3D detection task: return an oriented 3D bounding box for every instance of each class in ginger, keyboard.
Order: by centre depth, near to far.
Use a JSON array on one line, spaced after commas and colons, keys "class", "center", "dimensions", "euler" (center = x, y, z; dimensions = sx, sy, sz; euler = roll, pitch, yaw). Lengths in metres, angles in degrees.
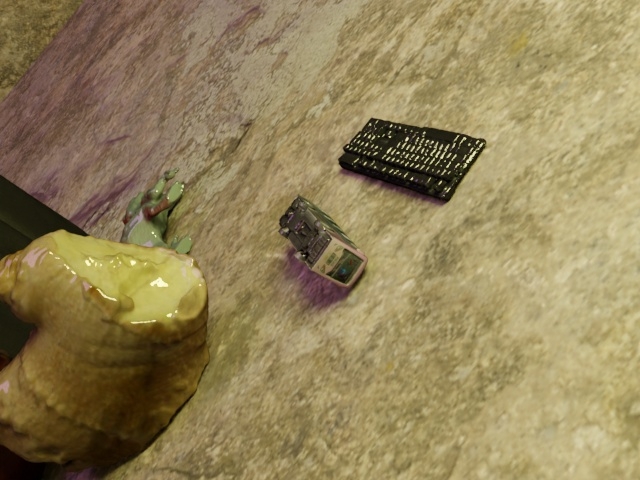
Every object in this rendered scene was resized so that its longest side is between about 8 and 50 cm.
[{"class": "keyboard", "center": [0.071, -0.074, 0.970], "dimensions": [0.060, 0.018, 0.195], "euler": [-53, 26, -6]}, {"class": "ginger", "center": [-0.213, 0.097, 1.027], "dimensions": [0.275, 0.221, 0.130], "euler": [-38, 38, 13]}]

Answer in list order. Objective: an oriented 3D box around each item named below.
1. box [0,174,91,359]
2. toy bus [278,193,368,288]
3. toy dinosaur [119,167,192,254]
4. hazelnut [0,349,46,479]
[{"class": "box", "center": [-0.453, 0.115, 1.392], "dimensions": [0.345, 0.204, 0.251], "euler": [-48, 27, 11]}, {"class": "toy bus", "center": [0.000, 0.000, 0.957], "dimensions": [0.037, 0.052, 0.131], "euler": [-55, 23, 7]}, {"class": "toy dinosaur", "center": [-0.202, 0.006, 1.284], "dimensions": [0.167, 0.053, 0.242], "euler": [-31, 34, 40]}, {"class": "hazelnut", "center": [-0.384, 0.204, 1.183], "dimensions": [0.229, 0.229, 0.229], "euler": [-39, 29, 27]}]
